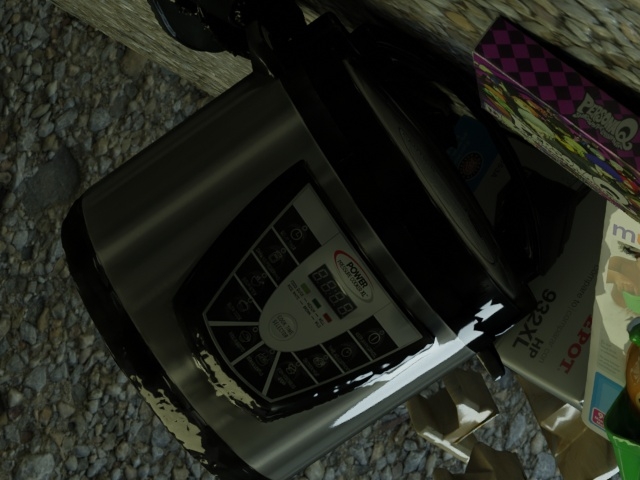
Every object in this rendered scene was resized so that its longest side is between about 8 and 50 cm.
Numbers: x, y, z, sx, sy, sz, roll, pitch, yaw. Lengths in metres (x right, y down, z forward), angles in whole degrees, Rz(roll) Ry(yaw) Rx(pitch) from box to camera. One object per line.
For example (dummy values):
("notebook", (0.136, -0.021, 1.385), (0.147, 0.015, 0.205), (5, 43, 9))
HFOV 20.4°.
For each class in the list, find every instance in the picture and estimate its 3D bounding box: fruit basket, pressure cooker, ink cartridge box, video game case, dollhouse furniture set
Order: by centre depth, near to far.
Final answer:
("video game case", (0.228, -0.078, 1.451), (0.232, 0.042, 0.210), (38, 178, 10))
("fruit basket", (0.389, 0.134, 1.627), (0.327, 0.165, 0.353), (24, 146, 23))
("pressure cooker", (-0.001, -0.003, 1.774), (0.375, 0.420, 0.370), (60, -173, 29))
("ink cartridge box", (0.239, 0.031, 1.938), (0.307, 0.223, 0.129), (30, 178, 35))
("dollhouse furniture set", (0.314, 0.146, 2.240), (0.256, 0.362, 0.394), (34, -155, -42))

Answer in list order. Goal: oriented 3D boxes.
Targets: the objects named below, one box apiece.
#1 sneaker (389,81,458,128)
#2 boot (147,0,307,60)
("sneaker", (0.087, -0.114, 2.029), (0.109, 0.130, 0.286), (33, 179, 29))
("boot", (-0.098, -0.245, 1.976), (0.207, 0.094, 0.246), (35, 175, 31))
